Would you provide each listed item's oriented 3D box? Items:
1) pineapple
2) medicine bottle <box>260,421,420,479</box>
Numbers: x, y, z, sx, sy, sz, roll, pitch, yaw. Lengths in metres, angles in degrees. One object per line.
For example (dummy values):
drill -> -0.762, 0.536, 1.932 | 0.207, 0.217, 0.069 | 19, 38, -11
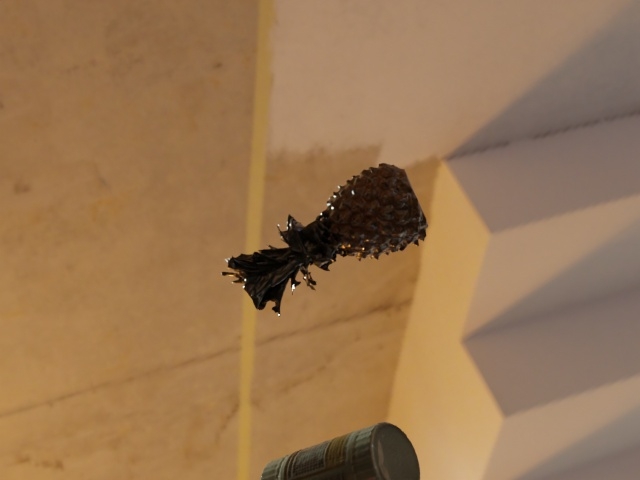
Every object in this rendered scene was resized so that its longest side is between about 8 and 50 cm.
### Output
pineapple -> 0.000, 0.000, 0.703 | 0.124, 0.058, 0.058 | -26, -36, -4
medicine bottle -> 0.010, 0.136, 0.671 | 0.083, 0.047, 0.047 | -26, -31, 31
